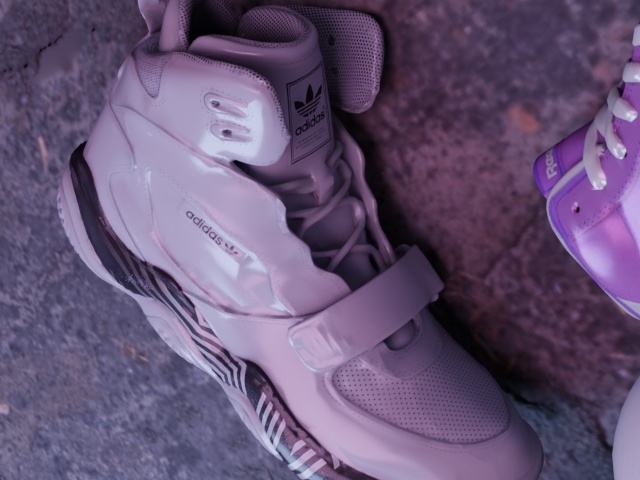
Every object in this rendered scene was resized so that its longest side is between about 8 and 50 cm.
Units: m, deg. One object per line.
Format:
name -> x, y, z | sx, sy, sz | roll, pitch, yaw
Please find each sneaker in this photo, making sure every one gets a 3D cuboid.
sneaker -> 0.159, -0.076, 0.460 | 0.161, 0.102, 0.282 | -4, 113, 39
sneaker -> 0.000, 0.000, 0.582 | 0.366, 0.137, 0.210 | 38, 133, 15

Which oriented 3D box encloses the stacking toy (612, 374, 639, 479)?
stacking toy -> 0.173, 0.259, 0.512 | 0.351, 0.351, 0.479 | 12, 112, 28
